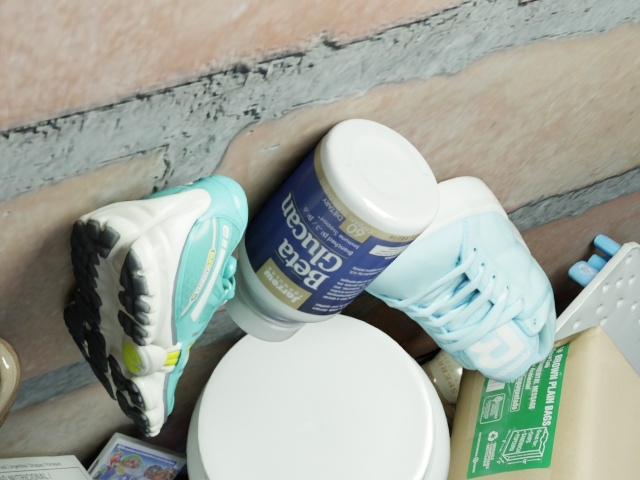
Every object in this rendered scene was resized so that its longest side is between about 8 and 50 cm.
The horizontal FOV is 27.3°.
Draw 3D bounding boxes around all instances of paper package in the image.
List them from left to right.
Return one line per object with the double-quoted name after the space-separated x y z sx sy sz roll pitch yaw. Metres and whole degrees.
0.260 0.305 1.321 0.168 0.325 0.309 -15 131 33 "paper package"

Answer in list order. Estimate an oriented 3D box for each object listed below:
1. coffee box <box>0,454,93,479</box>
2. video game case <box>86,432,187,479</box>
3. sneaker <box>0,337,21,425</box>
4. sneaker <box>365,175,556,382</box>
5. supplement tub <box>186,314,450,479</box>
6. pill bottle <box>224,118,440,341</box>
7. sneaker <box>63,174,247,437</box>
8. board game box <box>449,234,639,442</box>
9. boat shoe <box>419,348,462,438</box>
-0.305 0.406 1.054 0.337 0.334 0.338 -49 157 12 "coffee box"
-0.195 0.243 1.262 0.087 0.011 0.122 27 106 -39 "video game case"
-0.247 0.108 0.921 0.188 0.066 0.071 -41 175 41 "sneaker"
0.140 0.047 1.162 0.135 0.150 0.366 -38 159 18 "sneaker"
-0.001 0.211 1.239 0.235 0.235 0.325 -27 160 -9 "supplement tub"
0.000 0.000 0.933 0.094 0.094 0.169 -9 152 -45 "pill bottle"
-0.105 0.051 0.910 0.110 0.107 0.275 -31 163 -27 "sneaker"
0.272 0.225 1.610 0.390 0.050 0.390 -46 144 -11 "board game box"
0.174 0.214 1.688 0.110 0.121 0.341 -25 150 -1 "boat shoe"
